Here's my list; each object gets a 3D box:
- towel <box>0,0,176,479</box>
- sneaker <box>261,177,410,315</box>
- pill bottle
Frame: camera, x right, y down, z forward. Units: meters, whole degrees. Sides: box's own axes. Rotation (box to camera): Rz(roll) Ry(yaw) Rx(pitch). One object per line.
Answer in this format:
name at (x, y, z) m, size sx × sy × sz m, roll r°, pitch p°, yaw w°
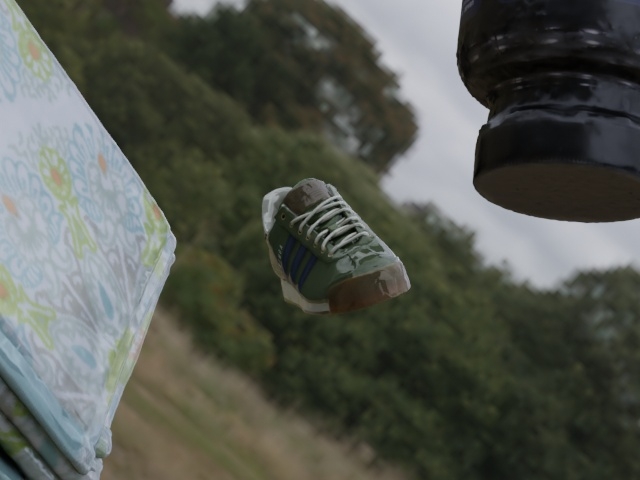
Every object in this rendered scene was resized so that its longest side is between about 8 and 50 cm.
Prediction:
towel at (-0.254, -0.026, 1.431) m, size 0.374 × 0.090 × 0.320 m, roll 57°, pitch 25°, yaw -27°
sneaker at (0.000, 0.000, 1.347) m, size 0.086 × 0.064 × 0.192 m, roll 71°, pitch -15°, yaw -8°
pill bottle at (0.130, -0.126, 0.937) m, size 0.123 × 0.219 × 0.123 m, roll 7°, pitch -15°, yaw 2°
